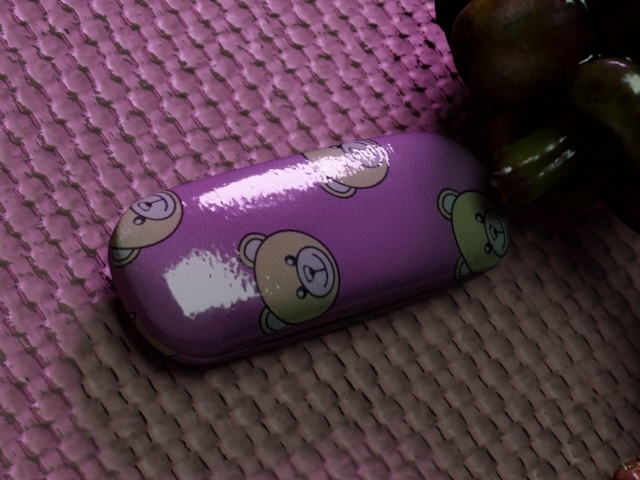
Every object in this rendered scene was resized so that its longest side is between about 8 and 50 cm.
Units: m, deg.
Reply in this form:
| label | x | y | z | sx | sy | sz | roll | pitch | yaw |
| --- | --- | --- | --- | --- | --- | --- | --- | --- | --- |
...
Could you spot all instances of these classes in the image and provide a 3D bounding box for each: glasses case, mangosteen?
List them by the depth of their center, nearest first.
| label | x | y | z | sx | sy | sz | roll | pitch | yaw |
| --- | --- | --- | --- | --- | --- | --- | --- | --- | --- |
| glasses case | 0.000 | 0.000 | 1.192 | 0.316 | 0.076 | 0.123 | -15 | 68 | -34 |
| mangosteen | 0.228 | -0.155 | 1.274 | 0.307 | 0.307 | 0.347 | 30 | 61 | -8 |

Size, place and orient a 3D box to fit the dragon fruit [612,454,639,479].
| label | x | y | z | sx | sy | sz | roll | pitch | yaw |
| --- | --- | --- | --- | --- | --- | --- | --- | --- | --- |
| dragon fruit | 0.240 | 0.209 | 1.188 | 0.086 | 0.081 | 0.116 | -5 | 93 | -35 |
